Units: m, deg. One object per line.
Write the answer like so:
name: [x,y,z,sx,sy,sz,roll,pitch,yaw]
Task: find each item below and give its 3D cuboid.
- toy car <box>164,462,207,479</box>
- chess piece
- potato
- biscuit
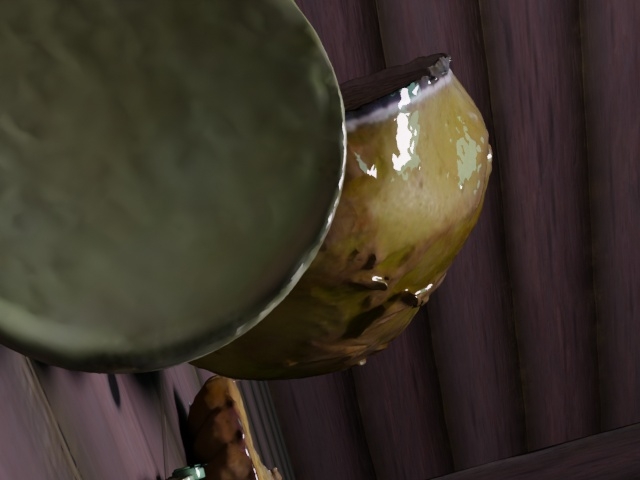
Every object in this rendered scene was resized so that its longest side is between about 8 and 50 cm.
toy car: [-0.081,0.168,0.634,0.122,0.035,0.059,128,-52,-76]
chess piece: [-0.075,-0.006,0.440,0.251,0.144,0.144,119,-43,-76]
potato: [0.000,0.000,0.701,0.300,0.246,0.196,1,-65,65]
biscuit: [-0.071,0.205,0.877,0.118,0.061,0.183,-105,180,-56]
